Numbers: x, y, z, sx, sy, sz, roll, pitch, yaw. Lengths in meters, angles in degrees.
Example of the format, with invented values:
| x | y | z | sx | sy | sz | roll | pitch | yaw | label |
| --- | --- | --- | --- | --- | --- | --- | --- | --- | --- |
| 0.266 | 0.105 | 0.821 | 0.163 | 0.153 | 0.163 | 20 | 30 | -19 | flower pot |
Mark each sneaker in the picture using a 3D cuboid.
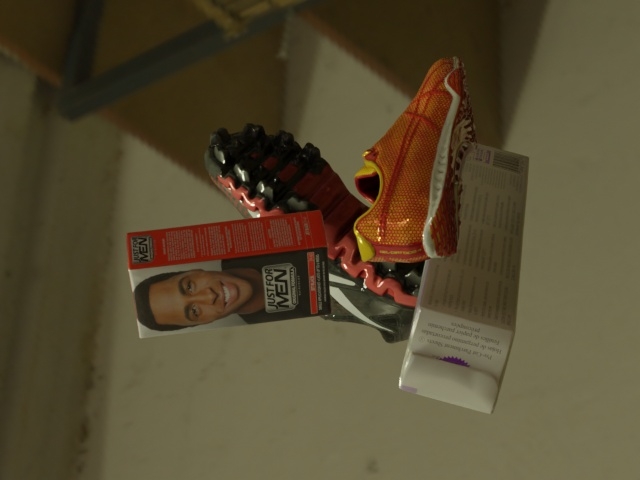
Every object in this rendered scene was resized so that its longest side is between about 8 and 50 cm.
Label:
| x | y | z | sx | sy | sz | roll | pitch | yaw | label |
| --- | --- | --- | --- | --- | --- | --- | --- | --- | --- |
| 0.000 | 0.000 | 1.495 | 0.276 | 0.135 | 0.097 | 33 | -132 | 15 | sneaker |
| 0.056 | -0.055 | 0.958 | 0.175 | 0.067 | 0.064 | -69 | -28 | -49 | sneaker |

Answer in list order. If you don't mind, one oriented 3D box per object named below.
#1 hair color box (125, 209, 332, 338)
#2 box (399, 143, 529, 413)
| x | y | z | sx | sy | sz | roll | pitch | yaw | label |
| --- | --- | --- | --- | --- | --- | --- | --- | --- | --- |
| -0.065 | 0.024 | 1.158 | 0.043 | 0.141 | 0.072 | -101 | 5 | -48 | hair color box |
| 0.107 | 0.013 | 1.141 | 0.324 | 0.067 | 0.063 | -71 | -6 | -66 | box |
